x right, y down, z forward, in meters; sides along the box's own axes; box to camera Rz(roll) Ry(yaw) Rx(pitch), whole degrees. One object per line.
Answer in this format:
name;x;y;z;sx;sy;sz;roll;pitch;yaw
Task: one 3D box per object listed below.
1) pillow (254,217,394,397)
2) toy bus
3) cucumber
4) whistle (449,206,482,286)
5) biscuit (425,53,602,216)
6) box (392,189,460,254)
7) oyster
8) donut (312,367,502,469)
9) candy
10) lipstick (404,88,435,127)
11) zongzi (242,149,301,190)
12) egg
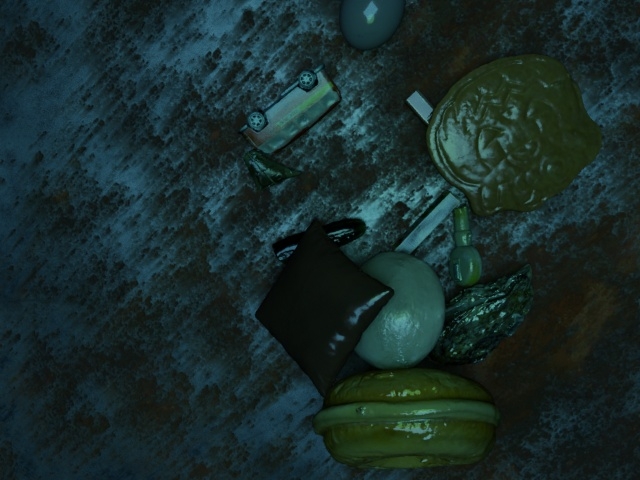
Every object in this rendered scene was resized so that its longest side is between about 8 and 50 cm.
pillow;-0.004;0.151;1.454;0.308;0.108;0.305;44;110;37
toy bus;-0.072;-0.313;1.515;0.265;0.121;0.119;-37;103;9
cucumber;0.000;0.000;1.573;0.242;0.074;0.074;-19;96;6
whistle;0.351;0.015;1.538;0.057;0.104;0.198;-3;85;-19
biscuit;0.456;-0.248;1.477;0.385;0.062;0.365;-34;98;2
box;0.263;-0.039;1.556;0.041;0.050;0.207;41;99;-6
oyster;0.401;0.185;1.542;0.351;0.162;0.158;-41;54;1
donut;0.201;0.425;1.464;0.449;0.449;0.198;-3;65;5
candy;0.166;0.166;1.487;0.296;0.185;0.295;-12;71;40
lipstick;0.269;-0.301;1.520;0.045;0.045;0.145;-42;93;11
zongzi;-0.124;-0.193;1.559;0.119;0.055;0.109;-22;111;7
egg;0.123;-0.541;1.447;0.147;0.146;0.198;28;93;0
